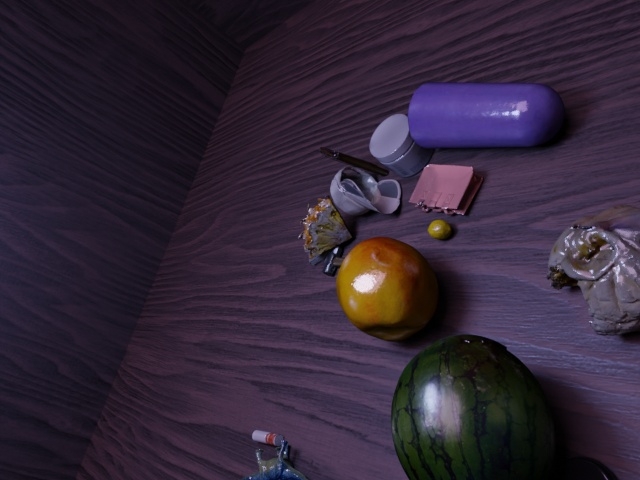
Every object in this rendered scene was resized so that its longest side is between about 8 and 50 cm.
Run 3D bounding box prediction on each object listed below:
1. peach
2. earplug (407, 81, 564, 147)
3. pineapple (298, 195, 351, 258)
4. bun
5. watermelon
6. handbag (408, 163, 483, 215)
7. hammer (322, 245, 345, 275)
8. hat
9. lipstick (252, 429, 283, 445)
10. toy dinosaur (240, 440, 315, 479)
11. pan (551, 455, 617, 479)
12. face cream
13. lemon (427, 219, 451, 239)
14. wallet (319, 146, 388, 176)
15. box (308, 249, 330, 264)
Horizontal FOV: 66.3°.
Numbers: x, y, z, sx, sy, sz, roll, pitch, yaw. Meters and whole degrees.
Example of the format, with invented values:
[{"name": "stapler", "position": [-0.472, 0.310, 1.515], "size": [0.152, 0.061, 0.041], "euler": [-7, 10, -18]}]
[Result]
[{"name": "peach", "position": [0.182, 0.120, 1.398], "size": [0.288, 0.288, 0.308], "euler": [-29, 50, 36]}, {"name": "earplug", "position": [0.491, -0.372, 1.460], "size": [0.455, 0.215, 0.215], "euler": [18, 80, 51]}, {"name": "pineapple", "position": [0.020, -0.044, 1.804], "size": [0.115, 0.186, 0.237], "euler": [-99, 30, -57]}, {"name": "bun", "position": [0.608, 0.041, 1.007], "size": [0.281, 0.204, 0.282], "euler": [-29, 45, 33]}, {"name": "watermelon", "position": [0.310, 0.382, 1.020], "size": [0.363, 0.363, 0.364], "euler": [-30, 44, 35]}, {"name": "handbag", "position": [0.391, -0.160, 1.548], "size": [0.212, 0.059, 0.158], "euler": [17, 78, 56]}, {"name": "hammer", "position": [0.141, 0.078, 1.692], "size": [0.365, 0.043, 0.111], "euler": [2, 66, 53]}, {"name": "hat", "position": [0.155, -0.157, 1.748], "size": [0.275, 0.231, 0.161], "euler": [35, 125, 44]}, {"name": "lipstick", "position": [-0.180, 0.672, 1.667], "size": [0.130, 0.038, 0.039], "euler": [-14, 55, 47]}, {"name": "toy dinosaur", "position": [-0.147, 0.726, 1.557], "size": [0.362, 0.076, 0.147], "euler": [-26, 54, 34]}, {"name": "pan", "position": [0.545, 0.484, 0.916], "size": [0.235, 0.028, 0.136], "euler": [-13, 56, 46]}, {"name": "face cream", "position": [0.285, -0.330, 1.723], "size": [0.177, 0.152, 0.178], "euler": [-29, 47, 36]}, {"name": "lemon", "position": [0.361, -0.033, 1.489], "size": [0.083, 0.062, 0.062], "euler": [-3, 63, 50]}, {"name": "wallet", "position": [0.124, -0.291, 1.816], "size": [0.133, 0.243, 0.039], "euler": [37, 109, 53]}, {"name": "box", "position": [0.000, 0.000, 1.934], "size": [0.115, 0.035, 0.178], "euler": [-33, 43, 30]}]
